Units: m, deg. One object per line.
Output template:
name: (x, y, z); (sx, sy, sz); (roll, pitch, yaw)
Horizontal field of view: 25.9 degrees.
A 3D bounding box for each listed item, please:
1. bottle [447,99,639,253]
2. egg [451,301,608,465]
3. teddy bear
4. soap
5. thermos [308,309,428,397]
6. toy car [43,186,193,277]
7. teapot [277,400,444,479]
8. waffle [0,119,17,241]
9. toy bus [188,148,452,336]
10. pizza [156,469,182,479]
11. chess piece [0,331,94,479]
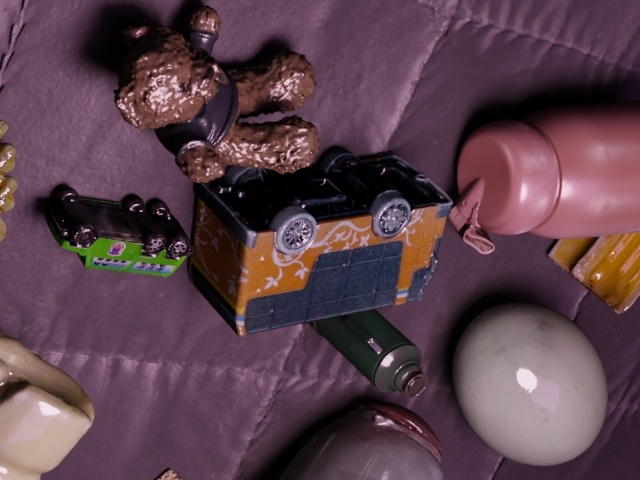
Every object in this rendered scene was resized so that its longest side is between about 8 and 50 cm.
bottle: (0.313, -0.073, 1.760); (0.297, 0.173, 0.206); (-7, 143, -31)
egg: (0.286, 0.196, 1.891); (0.203, 0.203, 0.282); (-45, 133, -5)
teddy bear: (-0.114, -0.135, 1.415); (0.129, 0.182, 0.251); (-29, 148, 33)
soap: (0.450, -0.036, 1.954); (0.257, 0.080, 0.160); (-53, 137, 2)
thermos: (0.061, 0.119, 1.671); (0.073, 0.188, 0.083); (-20, 131, -28)
toy car: (-0.215, -0.005, 1.457); (0.165, 0.071, 0.062); (8, 126, -42)
teapot: (0.055, 0.378, 1.817); (0.312, 0.233, 0.315); (-60, 152, -26)
waffle: (-0.376, -0.045, 1.324); (0.183, 0.036, 0.169); (-11, 122, -34)
toy bus: (0.000, 0.000, 1.582); (0.275, 0.138, 0.167); (-10, 125, -32)
pizza: (-0.194, 0.403, 1.739); (0.204, 0.080, 0.188); (-38, 135, -10)
chess piece: (-0.422, 0.297, 1.393); (0.442, 0.234, 0.234); (-56, 136, -1)
